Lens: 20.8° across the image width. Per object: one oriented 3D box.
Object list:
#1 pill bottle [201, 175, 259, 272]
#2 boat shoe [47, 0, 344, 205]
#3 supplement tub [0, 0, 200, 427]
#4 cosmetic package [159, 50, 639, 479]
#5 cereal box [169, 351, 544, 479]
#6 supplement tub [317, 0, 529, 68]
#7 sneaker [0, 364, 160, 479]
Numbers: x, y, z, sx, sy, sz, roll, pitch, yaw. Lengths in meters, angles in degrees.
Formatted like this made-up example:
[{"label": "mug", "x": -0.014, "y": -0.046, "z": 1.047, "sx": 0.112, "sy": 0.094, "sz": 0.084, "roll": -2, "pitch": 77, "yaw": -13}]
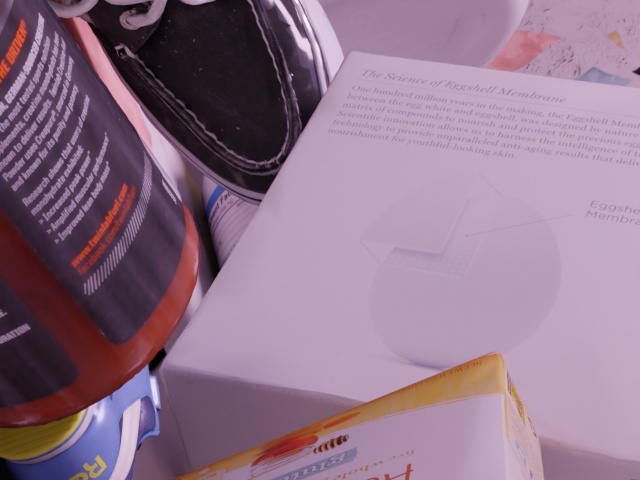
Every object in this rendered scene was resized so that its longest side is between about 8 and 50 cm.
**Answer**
[{"label": "pill bottle", "x": 0.000, "y": 0.000, "z": 1.011, "sx": 0.124, "sy": 0.124, "sz": 0.221, "roll": 53, "pitch": 19, "yaw": -56}, {"label": "boat shoe", "x": -0.086, "y": -0.146, "z": 0.861, "sx": 0.306, "sy": 0.113, "sz": 0.105, "roll": 64, "pitch": 17, "yaw": -7}, {"label": "supplement tub", "x": -0.120, "y": -0.038, "z": 0.508, "sx": 0.106, "sy": 0.106, "sz": 0.198, "roll": -102, "pitch": 167, "yaw": -45}, {"label": "cosmetic package", "x": 0.083, "y": 0.042, "z": 0.790, "sx": 0.138, "sy": 0.224, "sz": 0.225, "roll": 79, "pitch": 30, "yaw": -43}, {"label": "cereal box", "x": -0.012, "y": 0.119, "z": 0.551, "sx": 0.240, "sy": 0.173, "sz": 0.047, "roll": -72, "pitch": 138, "yaw": -76}, {"label": "supplement tub", "x": -0.010, "y": -0.266, "z": 1.215, "sx": 0.235, "sy": 0.235, "sz": 0.325, "roll": 44, "pitch": 25, "yaw": -67}, {"label": "sneaker", "x": -0.089, "y": 0.048, "z": 0.651, "sx": 0.144, "sy": 0.053, "sz": 0.059, "roll": -83, "pitch": 150, "yaw": -54}]
